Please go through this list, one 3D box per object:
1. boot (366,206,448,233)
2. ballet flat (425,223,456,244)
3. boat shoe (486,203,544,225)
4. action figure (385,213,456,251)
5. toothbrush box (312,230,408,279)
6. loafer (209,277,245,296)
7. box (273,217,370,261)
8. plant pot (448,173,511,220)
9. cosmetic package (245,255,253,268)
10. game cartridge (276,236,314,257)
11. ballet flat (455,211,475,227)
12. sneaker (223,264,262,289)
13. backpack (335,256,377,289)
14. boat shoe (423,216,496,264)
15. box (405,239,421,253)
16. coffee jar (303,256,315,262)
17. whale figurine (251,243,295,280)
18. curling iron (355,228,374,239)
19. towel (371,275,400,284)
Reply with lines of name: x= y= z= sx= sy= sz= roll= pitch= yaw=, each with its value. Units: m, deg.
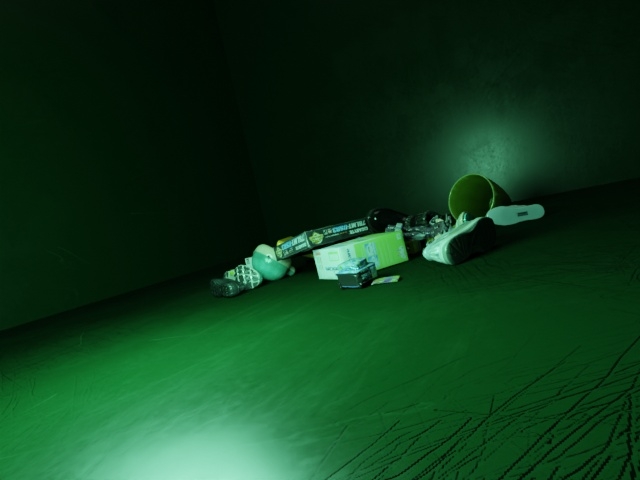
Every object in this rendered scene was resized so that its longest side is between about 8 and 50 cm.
boot: x=0.417 y=-0.084 z=1.993 sx=0.348 sy=0.131 sz=0.260 roll=13 pitch=-4 yaw=-16
ballet flat: x=0.537 y=-0.010 z=1.723 sx=0.231 sy=0.077 sz=0.077 roll=-18 pitch=26 yaw=-28
boat shoe: x=0.917 y=-0.120 z=1.993 sx=0.259 sy=0.095 sz=0.084 roll=-2 pitch=0 yaw=5
action figure: x=0.403 y=-0.028 z=1.641 sx=0.285 sy=0.099 sz=0.185 roll=0 pitch=33 yaw=25
toothbrush box: x=0.148 y=0.055 z=1.567 sx=0.284 sy=0.122 sz=0.206 roll=-16 pitch=4 yaw=-27
loafer: x=-0.385 y=0.192 z=1.712 sx=0.078 sy=0.076 sz=0.223 roll=-9 pitch=5 yaw=-38
box: x=0.000 y=0.000 z=1.695 sx=0.294 sy=0.073 sz=0.296 roll=-15 pitch=-6 yaw=-33
plant pot: x=0.913 y=-0.214 z=2.318 sx=0.294 sy=0.274 sz=0.275 roll=4 pitch=-7 yaw=-37
cosmetic package: x=-0.274 y=0.120 z=2.094 sx=0.086 sy=0.117 sz=0.231 roll=-12 pitch=4 yaw=21
game cartridge: x=-0.023 y=0.042 z=2.006 sx=0.324 sy=0.052 sz=0.285 roll=10 pitch=6 yaw=7
ballet flat: x=0.544 y=-0.040 z=1.533 sx=0.086 sy=0.086 sz=0.249 roll=-10 pitch=-23 yaw=42
sneaker: x=-0.325 y=0.159 z=1.824 sx=0.110 sy=0.106 sz=0.275 roll=-3 pitch=-3 yaw=-38
backpack: x=0.116 y=0.096 z=1.294 sx=0.105 sy=0.084 sz=0.114 roll=-9 pitch=5 yaw=45
boat shoe: x=0.469 y=-0.001 z=1.374 sx=0.321 sy=0.118 sz=0.103 roll=-24 pitch=14 yaw=-36
box: x=0.306 y=0.037 z=1.795 sx=0.233 sy=0.058 sz=0.087 roll=-11 pitch=3 yaw=31
coffee jar: x=-0.006 y=0.062 z=2.232 sx=0.185 sy=0.096 sz=0.079 roll=-9 pitch=8 yaw=41
whale figurine: x=-0.222 y=0.119 z=1.912 sx=0.217 sy=0.141 sz=0.272 roll=26 pitch=-12 yaw=8
curling iron: x=0.137 y=-0.009 z=2.001 sx=0.274 sy=0.068 sz=0.035 roll=-11 pitch=26 yaw=34
towel: x=0.196 y=0.119 z=1.255 sx=0.084 sy=0.009 sz=0.060 roll=-11 pitch=3 yaw=17
